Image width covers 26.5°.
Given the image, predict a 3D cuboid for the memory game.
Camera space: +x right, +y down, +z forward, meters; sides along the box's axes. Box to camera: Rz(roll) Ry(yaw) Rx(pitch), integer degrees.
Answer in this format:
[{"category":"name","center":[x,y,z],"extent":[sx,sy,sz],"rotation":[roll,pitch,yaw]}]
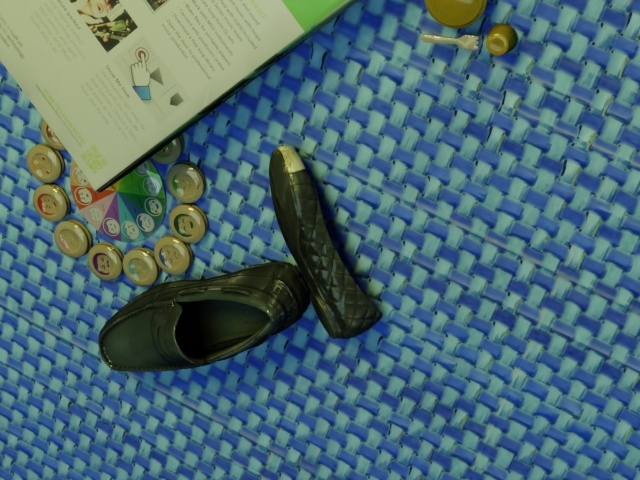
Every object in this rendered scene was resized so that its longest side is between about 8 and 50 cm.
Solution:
[{"category":"memory game","center":[-0.182,-0.043,1.208],"extent":[0.186,0.012,0.186],"rotation":[10,117,21]}]

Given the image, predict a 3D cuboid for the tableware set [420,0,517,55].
[{"category":"tableware set","center":[0.128,-0.209,0.982],"extent":[0.104,0.024,0.154],"rotation":[11,116,17]}]

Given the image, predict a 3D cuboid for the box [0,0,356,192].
[{"category":"box","center":[-0.130,-0.214,1.073],"extent":[0.322,0.058,0.232],"rotation":[-32,96,32]}]

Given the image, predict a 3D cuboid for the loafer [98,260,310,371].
[{"category":"loafer","center":[-0.114,0.074,1.189],"extent":[0.223,0.078,0.076],"rotation":[-18,104,31]}]

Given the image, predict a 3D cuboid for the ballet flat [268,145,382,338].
[{"category":"ballet flat","center":[0.000,0.000,1.131],"extent":[0.173,0.049,0.057],"rotation":[69,163,-13]}]
